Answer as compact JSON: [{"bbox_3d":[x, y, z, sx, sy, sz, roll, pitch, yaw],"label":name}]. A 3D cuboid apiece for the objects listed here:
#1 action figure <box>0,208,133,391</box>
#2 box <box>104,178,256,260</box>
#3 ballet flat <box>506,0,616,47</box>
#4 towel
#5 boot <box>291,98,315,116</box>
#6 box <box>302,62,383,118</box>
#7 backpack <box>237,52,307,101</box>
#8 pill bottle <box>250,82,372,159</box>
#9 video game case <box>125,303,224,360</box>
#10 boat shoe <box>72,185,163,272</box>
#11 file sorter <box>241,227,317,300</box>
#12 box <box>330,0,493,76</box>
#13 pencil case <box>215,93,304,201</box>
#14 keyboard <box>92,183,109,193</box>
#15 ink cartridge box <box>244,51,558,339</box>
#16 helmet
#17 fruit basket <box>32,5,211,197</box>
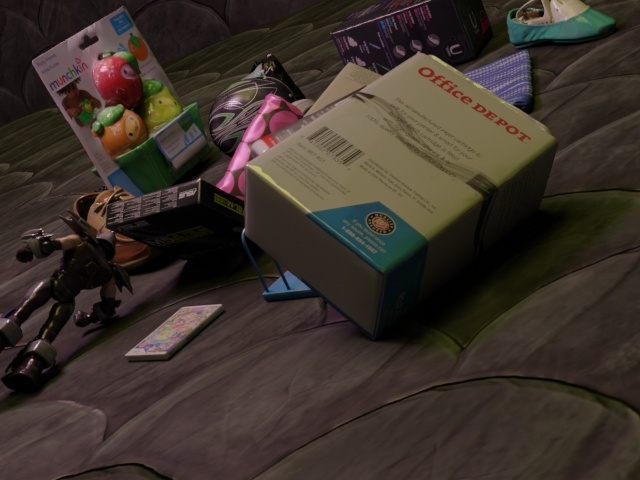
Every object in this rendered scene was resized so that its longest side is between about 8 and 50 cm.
[{"bbox_3d":[-0.386,0.079,1.762,0.099,0.185,0.285,-17,31,52],"label":"action figure"},{"bbox_3d":[-0.192,-0.027,1.824,0.191,0.045,0.184,-12,-22,33],"label":"box"},{"bbox_3d":[0.420,-0.399,2.178,0.083,0.087,0.247,-34,20,-26],"label":"ballet flat"},{"bbox_3d":[0.240,-0.241,2.052,0.243,0.040,0.336,-19,19,16],"label":"towel"},{"bbox_3d":[-0.022,-0.174,2.152,0.123,0.095,0.258,-6,34,32],"label":"boot"},{"bbox_3d":[0.046,-0.196,2.022,0.113,0.094,0.275,25,32,6],"label":"box"},{"bbox_3d":[-0.134,-0.273,2.467,0.182,0.152,0.115,-34,7,12],"label":"backpack"},{"bbox_3d":[0.055,-0.135,1.797,0.283,0.161,0.161,-28,18,-9],"label":"pill bottle"},{"bbox_3d":[-0.197,0.125,1.644,0.087,0.011,0.122,-7,26,44],"label":"video game case"},{"bbox_3d":[-0.349,-0.027,2.078,0.122,0.120,0.324,-38,21,-26],"label":"boat shoe"},{"bbox_3d":[0.000,0.000,1.586,0.170,0.104,0.118,-8,25,41],"label":"file sorter"},{"bbox_3d":[0.185,-0.416,2.438,0.270,0.143,0.165,-14,20,29],"label":"box"},{"bbox_3d":[-0.100,-0.129,1.972,0.095,0.098,0.209,27,83,25],"label":"pencil case"},{"bbox_3d":[-0.412,-0.141,2.647,0.180,0.023,0.108,-30,19,-18],"label":"keyboard"},{"bbox_3d":[0.094,-0.063,1.437,0.307,0.129,0.223,-36,59,-30],"label":"ink cartridge box"},{"bbox_3d":[-0.129,-0.232,2.311,0.169,0.169,0.161,-29,3,-12],"label":"helmet"},{"bbox_3d":[-0.379,-0.268,2.429,0.165,0.353,0.327,-14,20,34],"label":"fruit basket"}]
